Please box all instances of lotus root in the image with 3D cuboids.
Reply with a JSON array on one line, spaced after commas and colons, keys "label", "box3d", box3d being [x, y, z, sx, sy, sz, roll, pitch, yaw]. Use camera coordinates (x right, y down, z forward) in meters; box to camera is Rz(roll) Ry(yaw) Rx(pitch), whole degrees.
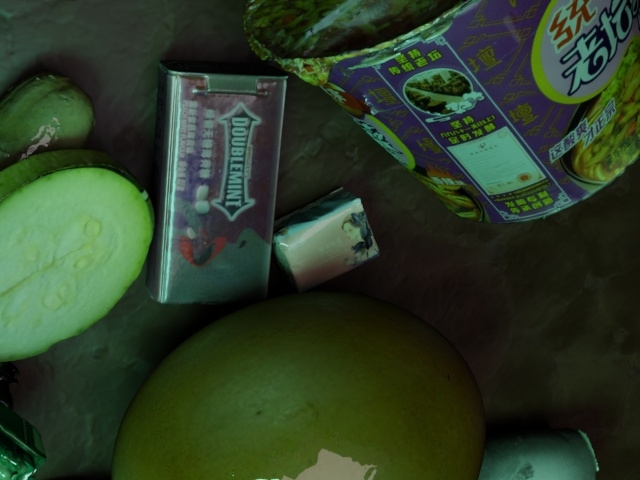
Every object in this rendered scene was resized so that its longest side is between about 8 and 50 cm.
[{"label": "lotus root", "box3d": [-0.271, -0.067, 1.067, 0.183, 0.090, 0.077, -49, 145, 2]}]

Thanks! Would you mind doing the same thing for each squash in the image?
[{"label": "squash", "box3d": [-0.245, 0.013, 1.073, 0.219, 0.041, 0.219, -30, 146, -23]}]

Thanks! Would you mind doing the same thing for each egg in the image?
[{"label": "egg", "box3d": [-0.018, 0.192, 1.133, 0.351, 0.282, 0.282, -16, 111, -17]}]

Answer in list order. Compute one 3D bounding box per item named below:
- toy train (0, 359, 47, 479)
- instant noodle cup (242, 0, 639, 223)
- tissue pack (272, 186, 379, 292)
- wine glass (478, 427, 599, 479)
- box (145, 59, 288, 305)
[{"label": "toy train", "box3d": [-0.359, 0.224, 1.090, 0.269, 0.154, 0.115, -46, 118, -2]}, {"label": "instant noodle cup", "box3d": [0.137, -0.185, 1.073, 0.340, 0.340, 0.266, -43, 126, -3]}, {"label": "tissue pack", "box3d": [0.000, 0.000, 1.204, 0.094, 0.059, 0.074, -27, 117, -10]}, {"label": "wine glass", "box3d": [0.194, 0.268, 1.330, 0.204, 0.111, 0.111, -9, 109, -15]}, {"label": "box", "box3d": [-0.100, -0.053, 1.146, 0.120, 0.069, 0.224, -2, 107, -20]}]
